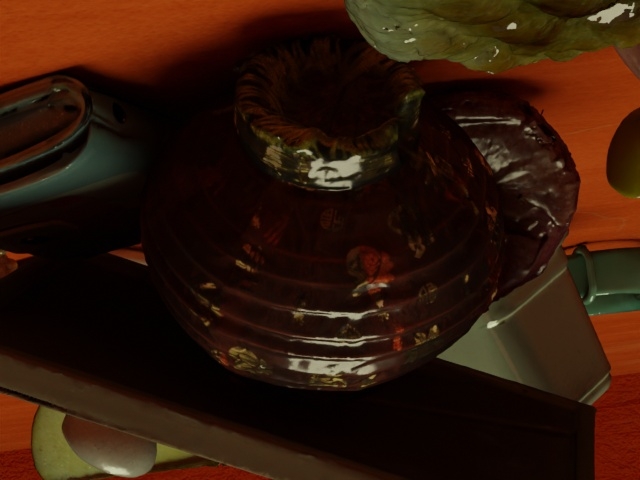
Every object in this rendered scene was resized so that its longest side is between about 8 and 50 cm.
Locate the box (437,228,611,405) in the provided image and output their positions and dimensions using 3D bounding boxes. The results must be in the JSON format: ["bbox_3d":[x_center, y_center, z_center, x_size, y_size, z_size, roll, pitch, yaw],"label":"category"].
[{"bbox_3d":[0.147,0.117,1.930,0.175,0.182,0.312,-35,-169,-40],"label":"box"}]

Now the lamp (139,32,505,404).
[{"bbox_3d":[0.002,-0.015,1.190,0.247,0.247,0.247,-8,169,-1],"label":"lamp"}]

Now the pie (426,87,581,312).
[{"bbox_3d":[0.101,-0.027,1.360,0.182,0.182,0.049,-6,-155,-12],"label":"pie"}]

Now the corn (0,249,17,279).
[{"bbox_3d":[-0.395,0.075,1.571,0.293,0.106,0.106,-20,170,-5],"label":"corn"}]

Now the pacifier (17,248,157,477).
[{"bbox_3d":[-0.186,0.128,1.751,0.279,0.207,0.227,27,140,-15],"label":"pacifier"}]

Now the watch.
[{"bbox_3d":[0.312,0.049,2.161,0.195,0.068,0.237,-4,173,-7],"label":"watch"}]

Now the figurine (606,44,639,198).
[{"bbox_3d":[0.335,-0.074,1.293,0.421,0.154,0.193,-2,163,-34],"label":"figurine"}]

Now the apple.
[{"bbox_3d":[-0.198,0.201,2.276,0.346,0.179,0.254,-13,156,33],"label":"apple"}]

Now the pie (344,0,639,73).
[{"bbox_3d":[0.149,-0.154,0.960,0.306,0.071,0.306,-8,171,-1],"label":"pie"}]

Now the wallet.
[{"bbox_3d":[-0.169,-0.046,1.291,0.176,0.075,0.250,-19,166,21],"label":"wallet"}]

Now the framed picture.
[{"bbox_3d":[-0.022,0.103,1.306,0.446,0.028,0.326,18,-168,6],"label":"framed picture"}]
